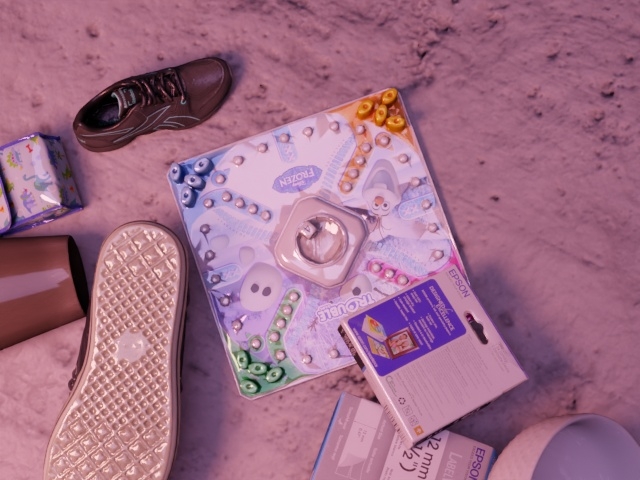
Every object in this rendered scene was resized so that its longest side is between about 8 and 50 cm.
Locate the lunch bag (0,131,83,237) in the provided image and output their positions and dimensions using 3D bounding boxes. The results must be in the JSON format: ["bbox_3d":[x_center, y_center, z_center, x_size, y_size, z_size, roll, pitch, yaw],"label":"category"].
[{"bbox_3d":[-0.467,-0.084,1.864,0.151,0.096,0.129,-19,84,15],"label":"lunch bag"}]

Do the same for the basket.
[{"bbox_3d":[-0.475,0.078,1.813,0.226,0.154,0.204,-11,83,-2],"label":"basket"}]

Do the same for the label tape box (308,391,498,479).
[{"bbox_3d":[0.147,0.396,1.705,0.347,0.115,0.249,19,63,5],"label":"label tape box"}]

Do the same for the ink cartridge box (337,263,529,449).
[{"bbox_3d":[0.162,0.165,1.737,0.208,0.045,0.206,-25,74,-20],"label":"ink cartridge box"}]

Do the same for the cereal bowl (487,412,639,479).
[{"bbox_3d":[0.331,0.411,1.668,0.141,0.339,0.339,-13,72,47],"label":"cereal bowl"}]

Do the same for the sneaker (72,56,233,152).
[{"bbox_3d":[-0.260,-0.212,1.859,0.267,0.106,0.101,-26,80,-2],"label":"sneaker"}]

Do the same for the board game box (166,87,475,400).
[{"bbox_3d":[0.000,0.000,1.842,0.390,0.050,0.390,-19,82,0],"label":"board game box"}]

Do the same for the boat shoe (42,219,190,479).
[{"bbox_3d":[-0.288,0.221,1.777,0.186,0.156,0.500,9,86,-1],"label":"boat shoe"}]
